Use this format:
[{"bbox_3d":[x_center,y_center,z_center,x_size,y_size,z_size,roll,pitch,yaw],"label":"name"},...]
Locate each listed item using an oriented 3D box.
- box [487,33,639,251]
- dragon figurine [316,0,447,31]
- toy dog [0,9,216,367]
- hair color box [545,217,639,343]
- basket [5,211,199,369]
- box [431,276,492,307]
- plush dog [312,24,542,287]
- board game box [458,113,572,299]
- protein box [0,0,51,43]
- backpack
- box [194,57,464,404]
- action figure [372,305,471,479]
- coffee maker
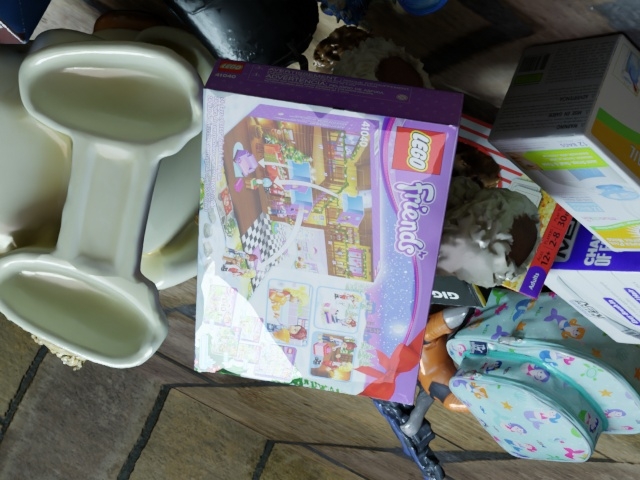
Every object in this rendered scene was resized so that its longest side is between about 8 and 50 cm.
[{"bbox_3d":[0.266,-0.081,1.195,0.203,0.103,0.114,36,158,-34],"label":"box"},{"bbox_3d":[0.069,-0.233,1.031,0.144,0.085,0.289,32,164,-31],"label":"dragon figurine"},{"bbox_3d":[-0.223,-0.085,1.324,0.395,0.285,0.408,7,-164,11],"label":"toy dog"},{"bbox_3d":[0.402,0.032,1.342,0.339,0.110,0.185,-1,151,48],"label":"hair color box"},{"bbox_3d":[-0.269,-0.029,1.688,0.213,0.299,0.223,40,124,2],"label":"basket"},{"bbox_3d":[0.020,-0.032,1.564,0.322,0.079,0.257,4,144,30],"label":"box"},{"bbox_3d":[0.062,-0.075,1.233,0.210,0.225,0.262,-30,115,28],"label":"plush dog"},{"bbox_3d":[0.157,-0.045,1.354,0.193,0.147,0.045,22,-173,3],"label":"board game box"},{"bbox_3d":[-0.315,-0.288,1.159,0.201,0.200,0.136,8,155,40],"label":"protein box"},{"bbox_3d":[0.307,0.169,1.720,0.253,0.191,0.225,-8,134,42],"label":"backpack"},{"bbox_3d":[0.000,0.000,1.120,0.201,0.057,0.293,9,126,4],"label":"box"},{"bbox_3d":[0.170,0.205,2.009,0.330,0.178,0.341,6,131,54],"label":"action figure"},{"bbox_3d":[-0.082,-0.230,1.116,0.178,0.120,0.171,43,-176,-46],"label":"coffee maker"}]
